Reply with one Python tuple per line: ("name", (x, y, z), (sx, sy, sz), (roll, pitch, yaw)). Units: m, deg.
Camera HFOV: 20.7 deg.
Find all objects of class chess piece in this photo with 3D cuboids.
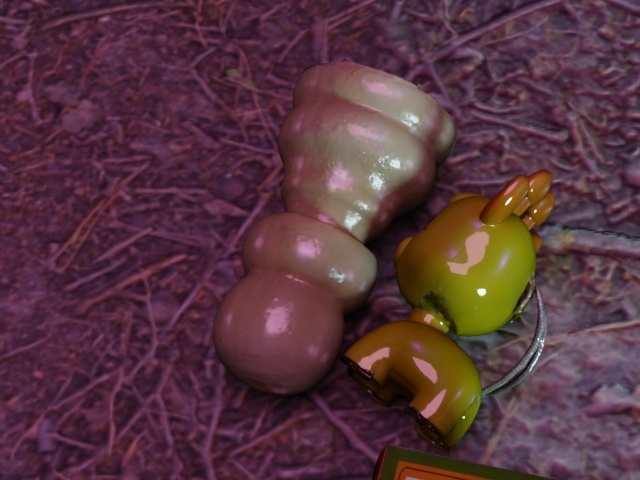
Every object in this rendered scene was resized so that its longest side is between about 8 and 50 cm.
("chess piece", (0.000, 0.000, 1.385), (0.142, 0.143, 0.261), (18, 73, 15))

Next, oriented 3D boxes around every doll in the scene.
("doll", (0.113, 0.041, 1.342), (0.135, 0.143, 0.221), (33, 77, 23))

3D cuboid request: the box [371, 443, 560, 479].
("box", (0.086, 0.269, 1.190), (0.148, 0.177, 0.195), (11, 63, 10))
